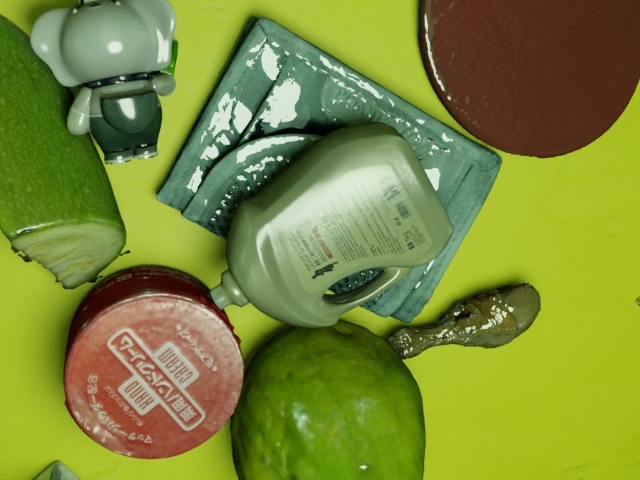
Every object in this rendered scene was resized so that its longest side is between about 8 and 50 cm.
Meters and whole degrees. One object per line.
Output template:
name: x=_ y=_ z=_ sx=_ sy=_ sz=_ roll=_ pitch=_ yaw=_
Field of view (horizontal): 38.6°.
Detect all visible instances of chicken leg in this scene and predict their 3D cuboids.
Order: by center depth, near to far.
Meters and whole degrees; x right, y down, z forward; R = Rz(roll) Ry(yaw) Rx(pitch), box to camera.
chicken leg: x=0.169 y=0.106 z=1.095 sx=0.197 sy=0.085 sz=0.069 roll=-16 pitch=81 yaw=-8

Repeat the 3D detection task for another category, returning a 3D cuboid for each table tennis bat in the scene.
table tennis bat: x=0.212 y=-0.276 z=1.029 sx=0.268 sy=0.051 sz=0.415 roll=-43 pitch=110 yaw=-1

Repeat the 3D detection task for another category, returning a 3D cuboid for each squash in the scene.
squash: x=-0.304 y=-0.113 z=0.964 sx=0.111 sy=0.203 sz=0.289 roll=-27 pitch=72 yaw=-4

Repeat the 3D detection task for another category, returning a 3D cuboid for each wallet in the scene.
wallet: x=0.019 y=-0.066 z=1.026 sx=0.342 sy=0.075 sz=0.237 roll=27 pitch=99 yaw=-17

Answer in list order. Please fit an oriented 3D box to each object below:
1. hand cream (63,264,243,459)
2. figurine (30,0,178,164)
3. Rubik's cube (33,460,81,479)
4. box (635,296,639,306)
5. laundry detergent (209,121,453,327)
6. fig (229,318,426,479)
hand cream: x=-0.183 y=0.129 z=0.999 sx=0.193 sy=0.125 sz=0.193 roll=-2 pitch=103 yaw=-11
figurine: x=-0.208 y=-0.176 z=0.917 sx=0.147 sy=0.126 sz=0.193 roll=-12 pitch=108 yaw=-12
Rubik's cube: x=-0.298 y=0.446 z=0.982 sx=0.253 sy=0.259 sz=0.256 roll=-41 pitch=108 yaw=1
box: x=0.489 y=0.051 z=1.180 sx=0.156 sy=0.022 sz=0.089 roll=-46 pitch=108 yaw=1
laundry detergent: x=0.000 y=0.000 z=0.955 sx=0.253 sy=0.091 sz=0.181 roll=-32 pitch=115 yaw=0
fig: x=0.000 y=0.233 z=0.983 sx=0.233 sy=0.314 sz=0.233 roll=6 pitch=119 yaw=10
